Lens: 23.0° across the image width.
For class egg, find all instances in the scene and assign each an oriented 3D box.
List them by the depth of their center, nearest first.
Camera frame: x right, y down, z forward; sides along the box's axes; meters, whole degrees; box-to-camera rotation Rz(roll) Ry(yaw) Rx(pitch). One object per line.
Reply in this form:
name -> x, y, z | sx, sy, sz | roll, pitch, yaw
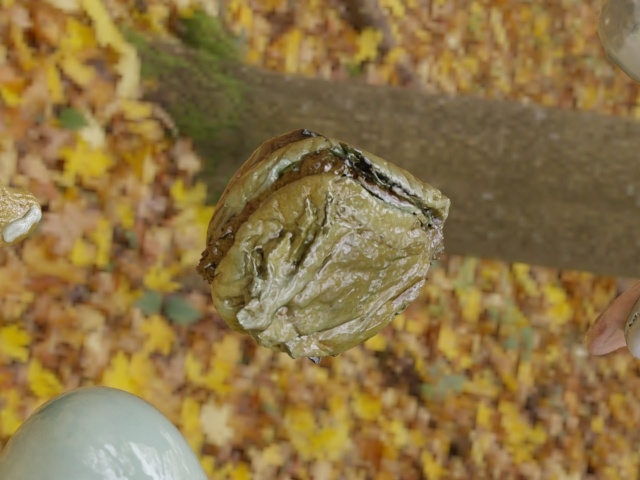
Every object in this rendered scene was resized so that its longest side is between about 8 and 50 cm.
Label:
egg -> -0.182, 0.297, 1.316 | 0.230, 0.230, 0.371 | -40, 131, -63

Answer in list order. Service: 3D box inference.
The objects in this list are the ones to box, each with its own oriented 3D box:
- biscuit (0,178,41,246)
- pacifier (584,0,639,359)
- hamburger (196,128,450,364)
biscuit -> -0.354, -0.057, 1.398 | 0.158, 0.035, 0.240 | -36, 134, -5
pacifier -> 0.283, -0.045, 0.982 | 0.220, 0.332, 0.273 | 22, 42, -29
hamburger -> 0.000, 0.000, 1.272 | 0.183, 0.130, 0.206 | -46, 141, 14
